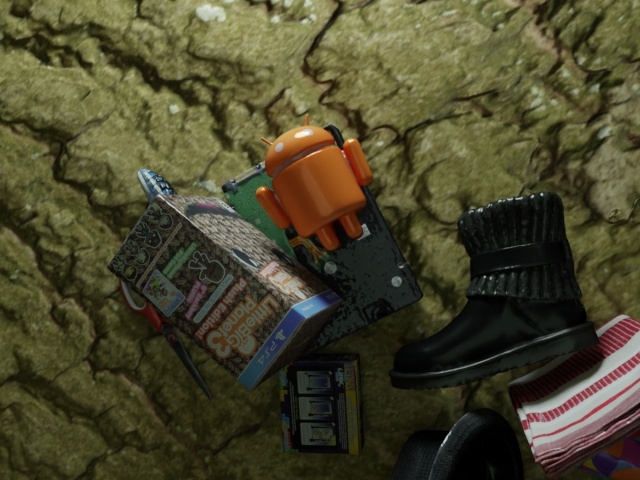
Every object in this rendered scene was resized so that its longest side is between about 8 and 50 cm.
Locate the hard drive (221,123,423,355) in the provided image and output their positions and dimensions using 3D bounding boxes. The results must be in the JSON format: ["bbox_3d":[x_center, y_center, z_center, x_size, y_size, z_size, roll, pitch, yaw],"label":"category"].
[{"bbox_3d":[0.000,0.000,1.249,0.237,0.064,0.338,-28,86,11],"label":"hard drive"}]

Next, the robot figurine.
[{"bbox_3d":[-0.010,-0.090,1.153,0.158,0.128,0.219,-32,83,42],"label":"robot figurine"}]

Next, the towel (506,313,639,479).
[{"bbox_3d":[0.391,0.206,1.033,0.237,0.329,0.037,-36,91,10],"label":"towel"}]

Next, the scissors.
[{"bbox_3d":[-0.293,0.172,1.339,0.109,0.021,0.297,-19,88,9],"label":"scissors"}]

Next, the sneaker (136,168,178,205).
[{"bbox_3d":[-0.289,-0.044,1.309,0.083,0.071,0.190,-38,83,16],"label":"sneaker"}]

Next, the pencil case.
[{"bbox_3d":[0.499,0.349,1.135,0.237,0.104,0.104,23,96,9],"label":"pencil case"}]

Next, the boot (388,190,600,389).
[{"bbox_3d":[0.249,0.084,1.156,0.348,0.131,0.260,-18,82,12],"label":"boot"}]

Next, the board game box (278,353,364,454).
[{"bbox_3d":[0.001,0.285,1.255,0.141,0.048,0.170,-1,97,11],"label":"board game box"}]

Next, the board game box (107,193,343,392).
[{"bbox_3d":[-0.140,0.069,1.132,0.291,0.232,0.141,39,101,9],"label":"board game box"}]

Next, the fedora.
[{"bbox_3d":[0.197,0.427,1.144,0.153,0.334,0.333,2,92,42],"label":"fedora"}]
